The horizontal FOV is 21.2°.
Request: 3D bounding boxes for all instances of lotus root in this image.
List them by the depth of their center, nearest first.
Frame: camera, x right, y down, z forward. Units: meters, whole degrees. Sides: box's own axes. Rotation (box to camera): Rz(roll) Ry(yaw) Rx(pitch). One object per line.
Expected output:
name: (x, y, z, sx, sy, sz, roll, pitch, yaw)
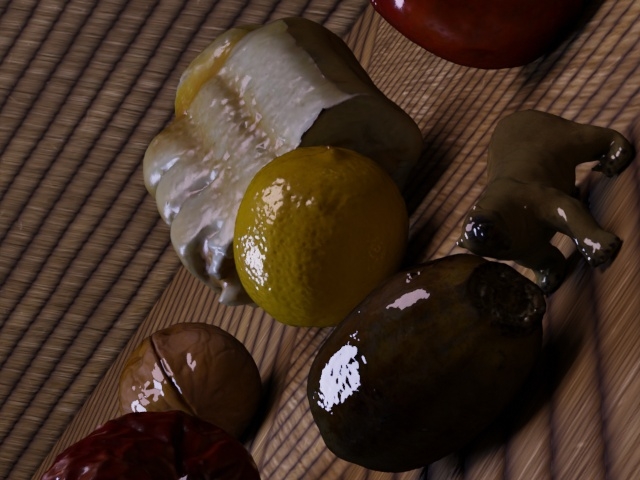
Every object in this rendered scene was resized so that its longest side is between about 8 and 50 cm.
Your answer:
lotus root: (0.069, 0.089, 1.206, 0.123, 0.124, 0.241, -51, 2, -32)

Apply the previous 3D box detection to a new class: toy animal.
toy animal: (0.154, -0.030, 1.243, 0.103, 0.101, 0.218, -49, 12, 36)

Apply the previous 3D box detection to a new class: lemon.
lemon: (0.000, 0.000, 1.733, 0.178, 0.178, 0.203, -76, -4, -64)

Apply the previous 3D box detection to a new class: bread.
bread: (-0.046, -0.094, 1.970, 0.300, 0.210, 0.341, -51, 38, 9)

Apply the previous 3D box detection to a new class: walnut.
walnut: (-0.152, 0.176, 1.991, 0.167, 0.167, 0.207, -57, 11, 1)

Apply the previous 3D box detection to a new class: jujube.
jujube: (-0.166, 0.268, 1.535, 0.213, 0.213, 0.232, -51, -7, 33)

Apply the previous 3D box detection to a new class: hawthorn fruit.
hawthorn fruit: (0.127, -0.280, 1.680, 0.211, 0.299, 0.211, -172, 90, -65)
